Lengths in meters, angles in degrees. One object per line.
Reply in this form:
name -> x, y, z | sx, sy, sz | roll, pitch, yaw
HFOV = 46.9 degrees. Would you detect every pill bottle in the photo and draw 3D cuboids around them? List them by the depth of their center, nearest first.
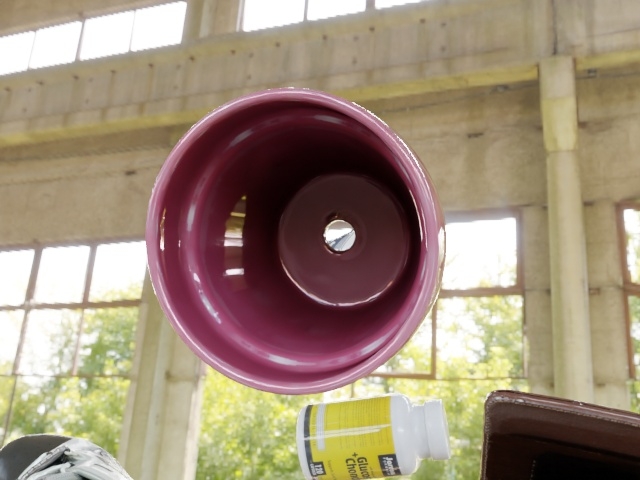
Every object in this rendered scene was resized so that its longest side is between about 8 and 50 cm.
pill bottle -> 0.069, 0.251, 0.942 | 0.184, 0.103, 0.103 | -10, -22, 12

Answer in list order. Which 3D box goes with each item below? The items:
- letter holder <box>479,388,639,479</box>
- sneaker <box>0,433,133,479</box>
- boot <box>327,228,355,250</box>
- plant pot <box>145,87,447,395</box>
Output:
letter holder -> 0.255, 0.251, 0.547 | 0.302, 0.152, 0.214 | 11, -43, 19
sneaker -> -0.273, 0.273, 0.798 | 0.331, 0.122, 0.146 | 14, -32, 36
boot -> 0.043, 0.008, 1.378 | 0.086, 0.069, 0.190 | 1, 15, 22
plant pot -> 0.000, 0.000, 0.556 | 0.201, 0.201, 0.180 | -1, 0, 16
